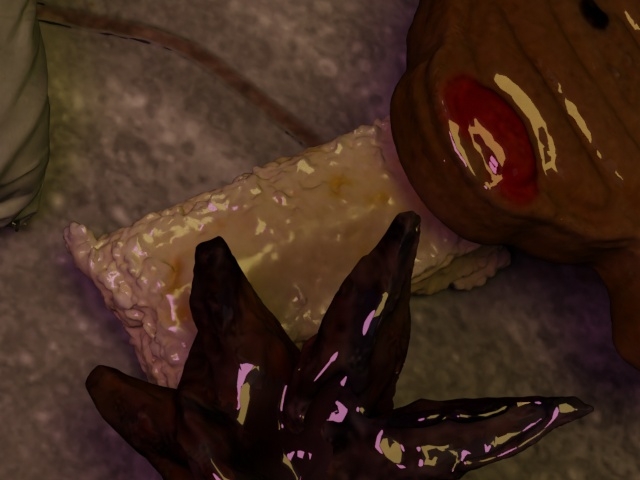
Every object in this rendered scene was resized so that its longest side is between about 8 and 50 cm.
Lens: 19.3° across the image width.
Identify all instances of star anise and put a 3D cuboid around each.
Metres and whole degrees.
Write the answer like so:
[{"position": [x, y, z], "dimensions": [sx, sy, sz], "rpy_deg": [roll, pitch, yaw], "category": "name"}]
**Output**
[{"position": [-0.008, 0.115, 0.876], "dimensions": [0.272, 0.272, 0.102], "rpy_deg": [58, 26, 6], "category": "star anise"}]

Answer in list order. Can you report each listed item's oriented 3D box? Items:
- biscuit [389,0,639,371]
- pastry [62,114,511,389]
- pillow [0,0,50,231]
[{"position": [0.191, -0.086, 1.093], "dimensions": [0.381, 0.074, 0.359], "rpy_deg": [-23, 80, -46], "category": "biscuit"}, {"position": [0.001, 0.006, 1.024], "dimensions": [0.258, 0.089, 0.121], "rpy_deg": [-20, 92, -24], "category": "pastry"}, {"position": [-0.255, -0.123, 0.890], "dimensions": [0.283, 0.138, 0.310], "rpy_deg": [-17, 115, -32], "category": "pillow"}]
